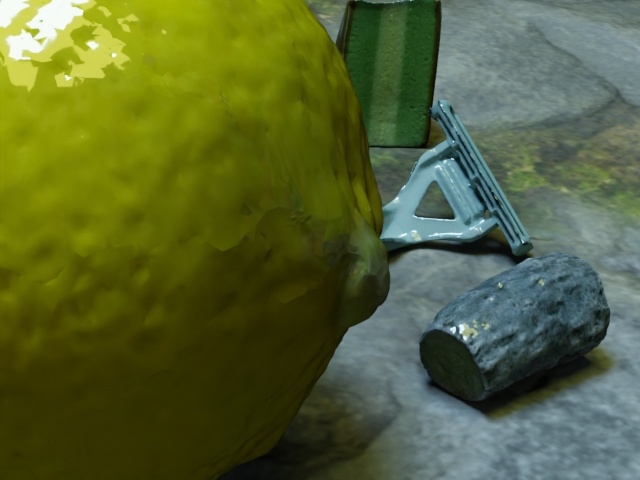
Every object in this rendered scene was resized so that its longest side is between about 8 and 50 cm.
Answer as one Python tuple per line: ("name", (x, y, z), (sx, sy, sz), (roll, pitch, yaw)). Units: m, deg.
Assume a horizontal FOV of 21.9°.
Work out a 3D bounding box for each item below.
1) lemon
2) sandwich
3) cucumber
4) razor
("lemon", (-0.140, -0.025, 0.787), (0.336, 0.336, 0.336), (3, 30, -2))
("sandwich", (0.043, -0.134, 1.185), (0.074, 0.116, 0.074), (0, 31, -8))
("cucumber", (0.109, 0.048, 0.932), (0.112, 0.064, 0.064), (-21, 38, -36))
("razor", (-0.005, 0.005, 1.013), (0.278, 0.056, 0.111), (-21, 74, -27))
